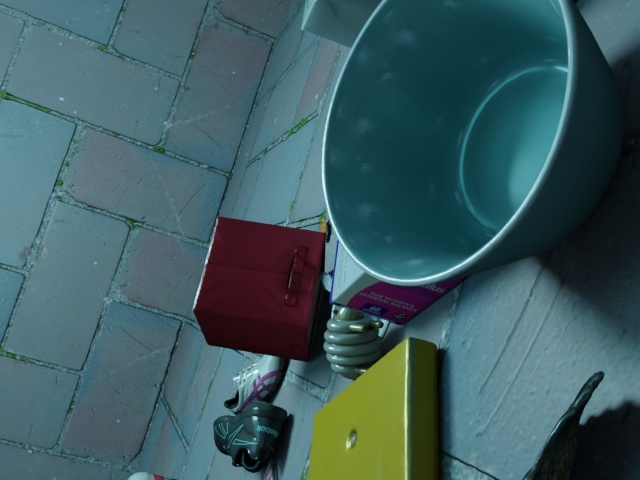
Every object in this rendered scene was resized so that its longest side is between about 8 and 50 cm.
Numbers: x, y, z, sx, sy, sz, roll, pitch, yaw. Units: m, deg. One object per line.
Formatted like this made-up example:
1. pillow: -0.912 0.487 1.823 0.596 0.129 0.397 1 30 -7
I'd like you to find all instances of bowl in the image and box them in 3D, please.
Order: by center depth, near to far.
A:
1. bowl: 0.156 -0.102 0.665 0.312 0.163 0.311 -20 65 52

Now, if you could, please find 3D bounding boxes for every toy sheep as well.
1. toy sheep: 0.047 0.147 0.965 0.091 0.091 0.132 -169 76 -74

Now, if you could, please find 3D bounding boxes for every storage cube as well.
1. storage cube: -0.099 0.091 1.231 0.215 0.193 0.183 93 -173 -64

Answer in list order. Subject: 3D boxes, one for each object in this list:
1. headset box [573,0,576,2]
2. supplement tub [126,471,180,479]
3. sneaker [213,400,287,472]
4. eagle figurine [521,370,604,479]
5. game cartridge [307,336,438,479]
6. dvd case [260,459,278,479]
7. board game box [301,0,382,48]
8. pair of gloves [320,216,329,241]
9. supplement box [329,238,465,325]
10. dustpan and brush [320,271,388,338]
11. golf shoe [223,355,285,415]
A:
1. headset box: 0.167 -0.399 0.839 0.246 0.283 0.131 -87 22 -47
2. supplement tub: -0.166 0.450 0.988 0.191 0.272 0.191 -161 90 -74
3. sneaker: -0.150 0.384 1.324 0.267 0.101 0.106 132 154 -55
4. eagle figurine: 0.118 0.259 0.505 0.298 0.225 0.226 -30 79 22
5. game cartridge: 0.054 0.316 0.831 0.285 0.053 0.323 128 153 -49
6. dvd case: -0.094 0.457 1.220 0.119 0.013 0.087 -108 39 -67
7. board game box: 0.097 -0.459 1.255 0.097 0.224 0.303 123 160 -47
8. pair of gloves: 0.000 0.000 1.438 0.074 0.010 0.083 -95 26 -53
9. supplement box: 0.109 0.006 0.876 0.220 0.111 0.113 129 154 -52
10. dustpan and brush: 0.044 0.095 1.084 0.211 0.060 0.147 -122 53 -70
11. golf shoe: -0.132 0.286 1.413 0.067 0.086 0.186 -106 39 -66
